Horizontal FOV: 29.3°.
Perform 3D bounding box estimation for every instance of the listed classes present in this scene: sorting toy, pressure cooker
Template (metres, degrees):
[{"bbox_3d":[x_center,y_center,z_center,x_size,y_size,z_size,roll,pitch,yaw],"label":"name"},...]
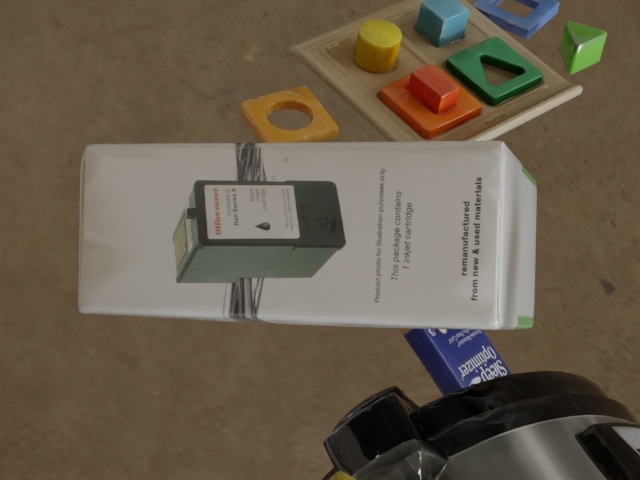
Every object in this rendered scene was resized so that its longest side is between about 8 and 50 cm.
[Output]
[{"bbox_3d":[0.097,-0.154,1.039,0.348,0.047,0.196,-28,53,-29],"label":"sorting toy"},{"bbox_3d":[0.162,0.313,1.023,0.420,0.375,0.370,-120,33,-40],"label":"pressure cooker"}]

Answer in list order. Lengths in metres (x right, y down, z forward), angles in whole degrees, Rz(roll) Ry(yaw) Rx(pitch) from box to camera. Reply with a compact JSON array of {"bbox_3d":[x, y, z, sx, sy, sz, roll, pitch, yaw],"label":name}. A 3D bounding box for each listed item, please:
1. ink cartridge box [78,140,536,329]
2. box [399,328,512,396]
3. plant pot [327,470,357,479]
[{"bbox_3d":[0.000,0.000,0.880,0.289,0.211,0.121,1,87,16],"label":"ink cartridge box"},{"bbox_3d":[0.199,0.181,1.572,0.036,0.136,0.225,-36,82,32],"label":"box"},{"bbox_3d":[0.024,0.208,0.741,0.081,0.083,0.081,34,103,-21],"label":"plant pot"}]
